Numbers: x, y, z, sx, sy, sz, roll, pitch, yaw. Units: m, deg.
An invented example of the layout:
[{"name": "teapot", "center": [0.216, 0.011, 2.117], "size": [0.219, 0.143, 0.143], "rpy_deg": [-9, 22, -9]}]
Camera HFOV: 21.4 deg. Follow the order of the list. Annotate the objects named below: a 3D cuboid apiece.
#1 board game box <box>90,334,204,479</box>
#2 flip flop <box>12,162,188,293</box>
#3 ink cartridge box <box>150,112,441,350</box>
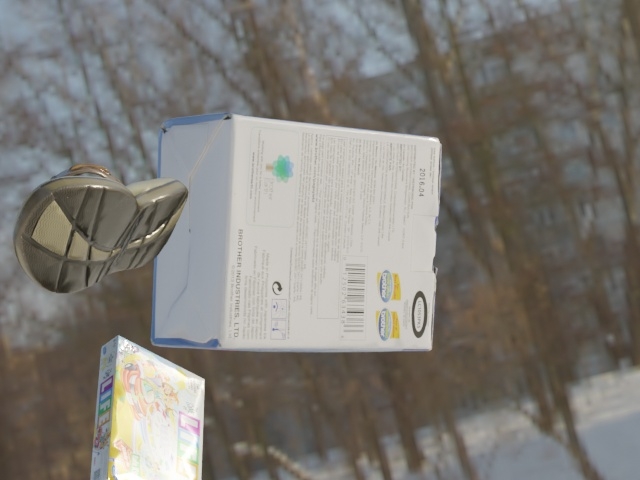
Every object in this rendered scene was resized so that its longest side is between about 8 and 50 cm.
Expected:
[{"name": "board game box", "center": [-0.152, 0.171, 1.504], "size": [0.103, 0.154, 0.026], "rpy_deg": [31, -50, -32]}, {"name": "flip flop", "center": [-0.200, -0.025, 1.486], "size": [0.112, 0.080, 0.277], "rpy_deg": [-57, -12, 15]}, {"name": "ink cartridge box", "center": [0.000, 0.000, 2.040], "size": [0.395, 0.270, 0.151], "rpy_deg": [3, -1, -39]}]
